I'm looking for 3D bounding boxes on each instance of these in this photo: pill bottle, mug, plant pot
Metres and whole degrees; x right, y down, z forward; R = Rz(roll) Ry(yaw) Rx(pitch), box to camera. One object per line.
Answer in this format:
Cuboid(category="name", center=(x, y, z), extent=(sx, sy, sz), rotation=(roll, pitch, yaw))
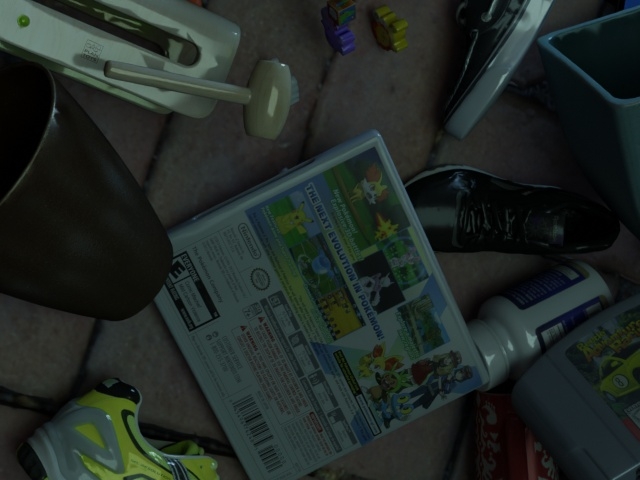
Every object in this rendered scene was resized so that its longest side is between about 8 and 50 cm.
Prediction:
Cuboid(category="pill bottle", center=(0.255, 0.107, 1.594), extent=(0.186, 0.112, 0.112), rotation=(-24, 107, -21))
Cuboid(category="mug", center=(0.247, 0.261, 1.597), extent=(0.113, 0.150, 0.169), rotation=(-7, 96, -21))
Cuboid(category="plant pot", center=(-0.259, -0.022, 1.292), extent=(0.230, 0.215, 0.215), rotation=(40, 79, -39))
Cuboid(category="plant pot", center=(0.423, -0.121, 1.528), extent=(0.247, 0.248, 0.252), rotation=(-17, 118, -5))

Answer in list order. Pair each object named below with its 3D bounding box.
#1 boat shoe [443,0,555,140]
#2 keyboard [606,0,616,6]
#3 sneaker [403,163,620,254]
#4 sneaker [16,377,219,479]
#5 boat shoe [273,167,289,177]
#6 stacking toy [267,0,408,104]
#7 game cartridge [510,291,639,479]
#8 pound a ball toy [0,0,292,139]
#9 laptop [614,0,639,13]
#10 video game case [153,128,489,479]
Cuboid(category="boat shoe", center=(0.207, -0.265, 1.532), extent=(0.102, 0.108, 0.301), rotation=(30, 97, 6))
Cuboid(category="keyboard", center=(0.330, -0.368, 1.616), extent=(0.192, 0.038, 0.100), rotation=(24, 110, -28))
Cuboid(category="sneaker", center=(0.225, -0.031, 1.553), extent=(0.283, 0.124, 0.107), rotation=(0, 97, -26))
Cuboid(category="sneaker", center=(-0.144, 0.307, 1.412), extent=(0.147, 0.145, 0.385), rotation=(-48, 115, -12))
Cuboid(category="boat shoe", center=(0.000, 0.000, 1.486), extent=(0.063, 0.066, 0.184), rotation=(-42, 118, 4))
Cuboid(category="stacking toy", center=(0.015, -0.259, 1.403), extent=(0.167, 0.052, 0.221), rotation=(-29, 145, -19))
Cuboid(category="game cartridge", center=(0.376, 0.156, 1.495), extent=(0.294, 0.196, 0.060), rotation=(-29, 135, -10))
Cuboid(category="pound a ball toy", center=(-0.190, -0.215, 1.280), extent=(0.319, 0.208, 0.136), rotation=(20, 88, -26))
Cuboid(category="laptop", center=(0.500, -0.197, 1.649), extent=(0.264, 0.136, 0.234), rotation=(9, 98, 18))
Cuboid(category="video game case", center=(-0.006, 0.085, 1.463), extent=(0.300, 0.036, 0.329), rotation=(-26, 108, -2))
